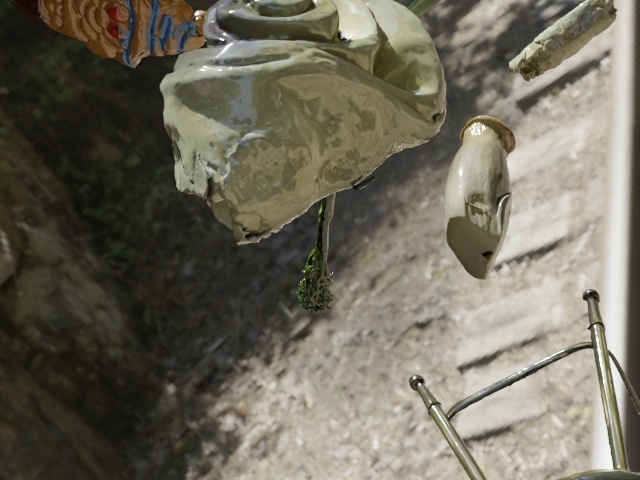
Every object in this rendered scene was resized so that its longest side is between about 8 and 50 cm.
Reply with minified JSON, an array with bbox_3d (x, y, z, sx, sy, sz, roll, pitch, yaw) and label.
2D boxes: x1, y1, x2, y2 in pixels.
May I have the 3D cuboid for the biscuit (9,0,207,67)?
[{"bbox_3d":[-0.276,-0.297,1.495,0.280,0.183,0.043,10,52,3],"label":"biscuit"}]

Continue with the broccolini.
[{"bbox_3d":[0.000,0.000,1.547,0.051,0.239,0.054,-7,40,-16],"label":"broccolini"}]

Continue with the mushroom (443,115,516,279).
[{"bbox_3d":[0.223,-0.070,1.610,0.096,0.108,0.247,-38,34,45],"label":"mushroom"}]

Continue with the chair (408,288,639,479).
[{"bbox_3d":[0.403,0.384,1.863,0.362,0.364,0.410,-27,24,10],"label":"chair"}]

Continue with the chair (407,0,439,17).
[{"bbox_3d":[0.134,-0.429,1.431,0.275,0.203,0.190,-25,33,50],"label":"chair"}]

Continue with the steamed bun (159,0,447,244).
[{"bbox_3d":[-0.038,-0.188,1.350,0.347,0.237,0.394,-13,26,32],"label":"steamed bun"}]

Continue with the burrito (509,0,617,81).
[{"bbox_3d":[0.375,-0.309,1.766,0.188,0.058,0.045,-37,22,24],"label":"burrito"}]
